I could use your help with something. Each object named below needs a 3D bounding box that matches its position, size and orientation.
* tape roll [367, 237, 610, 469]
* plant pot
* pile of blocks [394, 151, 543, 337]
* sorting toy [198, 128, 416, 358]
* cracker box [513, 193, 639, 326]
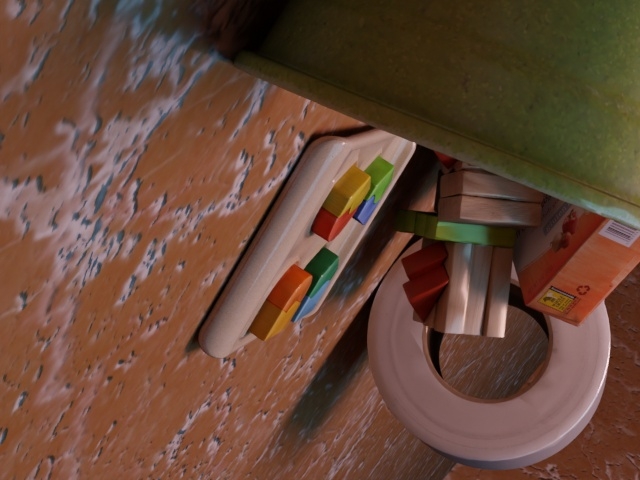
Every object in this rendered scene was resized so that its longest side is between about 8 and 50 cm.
[{"bbox_3d":[0.177,0.112,1.732,0.246,0.246,0.169,-54,166,-4],"label":"tape roll"},{"bbox_3d":[0.126,-0.163,0.930,0.254,0.276,0.276,-68,165,5],"label":"plant pot"},{"bbox_3d":[0.132,-0.075,1.486,0.112,0.149,0.362,6,118,-25],"label":"pile of blocks"},{"bbox_3d":[0.000,0.000,1.290,0.193,0.038,0.208,-59,166,15],"label":"sorting toy"},{"bbox_3d":[0.236,-0.057,1.539,0.156,0.067,0.232,-53,-153,31],"label":"cracker box"}]
